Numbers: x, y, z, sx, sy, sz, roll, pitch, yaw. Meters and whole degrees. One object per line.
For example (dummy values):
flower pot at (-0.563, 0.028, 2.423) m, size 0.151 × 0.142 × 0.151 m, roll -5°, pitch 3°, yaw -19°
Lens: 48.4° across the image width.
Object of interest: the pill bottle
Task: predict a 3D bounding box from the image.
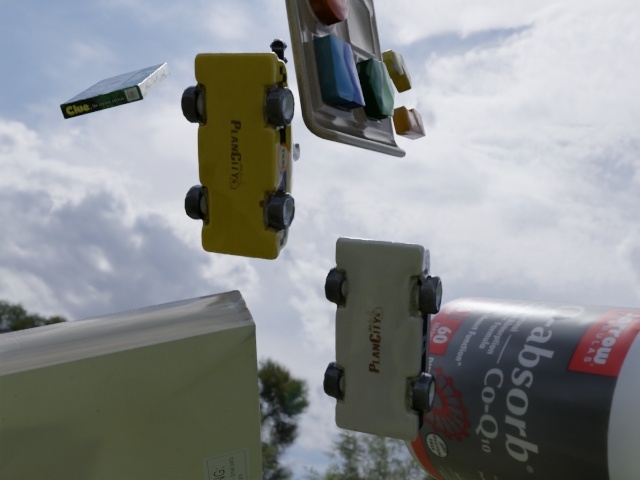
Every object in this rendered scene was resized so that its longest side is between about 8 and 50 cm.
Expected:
pill bottle at (0.265, 0.165, 0.673) m, size 0.210 × 0.210 × 0.363 m, roll 37°, pitch -23°, yaw -32°

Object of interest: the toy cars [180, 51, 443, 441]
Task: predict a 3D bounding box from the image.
toy cars at (0.000, 0.000, 0.668) m, size 0.176 × 0.087 × 0.393 m, roll -39°, pitch -93°, yaw 26°

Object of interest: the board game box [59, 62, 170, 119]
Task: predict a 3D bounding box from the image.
board game box at (-0.353, -0.267, 1.256) m, size 0.136 × 0.259 × 0.030 m, roll -12°, pitch -69°, yaw 2°

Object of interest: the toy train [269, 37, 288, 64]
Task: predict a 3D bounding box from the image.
toy train at (-0.060, -0.219, 1.062) m, size 0.027 × 0.036 × 0.158 m, roll -2°, pitch -70°, yaw 0°

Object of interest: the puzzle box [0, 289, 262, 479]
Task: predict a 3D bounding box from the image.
puzzle box at (-0.186, 0.242, 0.616) m, size 0.272 × 0.052 × 0.408 m, roll -10°, pitch -56°, yaw -18°

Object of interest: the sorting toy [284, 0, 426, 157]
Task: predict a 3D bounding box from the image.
sorting toy at (0.050, -0.204, 0.778) m, size 0.041 × 0.228 × 0.307 m, roll -15°, pitch -6°, yaw 27°
